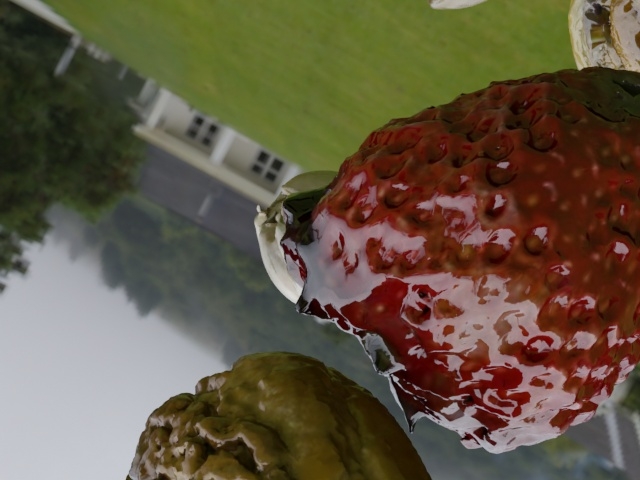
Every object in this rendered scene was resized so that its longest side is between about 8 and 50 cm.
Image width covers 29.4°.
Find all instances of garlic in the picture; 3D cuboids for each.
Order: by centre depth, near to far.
[{"bbox_3d":[-0.006,0.008,1.769,0.203,0.185,0.281,23,-143,-12],"label":"garlic"}]

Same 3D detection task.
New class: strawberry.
[{"bbox_3d":[0.155,0.013,0.966,0.291,0.310,0.292,36,-140,-37],"label":"strawberry"}]

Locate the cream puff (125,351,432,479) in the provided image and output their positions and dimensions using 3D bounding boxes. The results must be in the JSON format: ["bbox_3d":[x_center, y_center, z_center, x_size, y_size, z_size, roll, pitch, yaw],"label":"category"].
[{"bbox_3d":[-0.028,0.259,0.922,0.327,0.231,0.343,-125,20,-45],"label":"cream puff"}]

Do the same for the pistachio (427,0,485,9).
[{"bbox_3d":[0.191,-0.379,1.433,0.162,0.181,0.293,34,145,-12],"label":"pistachio"}]

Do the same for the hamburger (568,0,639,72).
[{"bbox_3d":[0.399,-0.251,1.318,0.244,0.244,0.163,27,178,-14],"label":"hamburger"}]
